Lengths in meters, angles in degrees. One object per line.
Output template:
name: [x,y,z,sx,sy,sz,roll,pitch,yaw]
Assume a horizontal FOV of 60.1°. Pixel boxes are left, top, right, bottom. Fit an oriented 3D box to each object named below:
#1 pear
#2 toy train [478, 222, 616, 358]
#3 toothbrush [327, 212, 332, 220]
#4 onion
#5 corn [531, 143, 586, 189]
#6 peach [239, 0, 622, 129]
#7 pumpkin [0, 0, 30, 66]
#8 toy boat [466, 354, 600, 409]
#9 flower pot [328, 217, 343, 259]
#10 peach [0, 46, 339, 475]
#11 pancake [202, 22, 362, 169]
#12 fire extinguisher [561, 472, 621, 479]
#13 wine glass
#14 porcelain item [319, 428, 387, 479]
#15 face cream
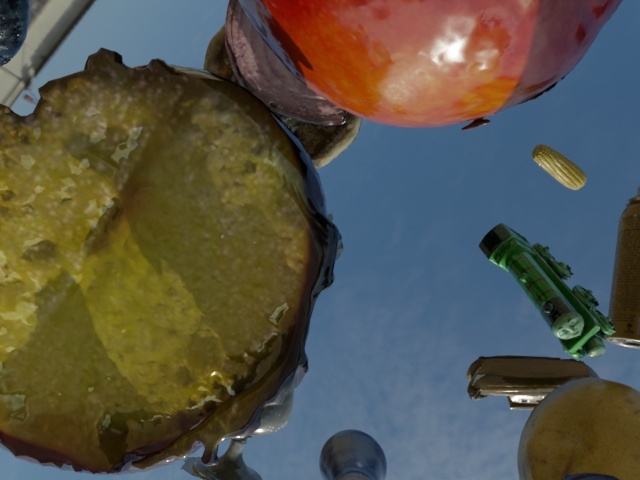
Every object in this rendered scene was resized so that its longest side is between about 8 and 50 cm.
pear: [0.512,0.415,1.014,0.314,0.314,0.315,-26,-134,30]
toy train: [0.337,0.071,0.836,0.085,0.119,0.251,-52,-155,21]
toothbrush: [0.000,0.000,1.444,0.024,0.021,0.288,-16,-154,20]
onion: [-0.035,-0.346,0.947,0.247,0.250,0.111,19,-144,16]
corn: [0.692,-0.211,1.599,0.067,0.206,0.067,-48,-155,32]
peach: [0.080,-0.274,0.465,0.369,0.370,0.370,-26,-134,30]
pumpkin: [-0.555,-0.388,0.862,0.233,0.163,0.233,24,-57,42]
toy boat: [0.519,0.353,1.347,0.320,0.122,0.089,-1,-153,8]
flower pot: [-0.035,0.005,0.897,0.157,0.157,0.107,-46,-112,9]
peach: [-0.175,0.022,0.549,0.416,0.339,0.353,-40,-156,41]
pancake: [-0.071,-0.306,1.118,0.356,0.356,0.065,-56,-166,-4]
fire extinguisher: [0.261,0.282,0.467,0.106,0.337,0.148,8,-107,6]
wine glass: [-0.198,0.452,1.433,0.238,0.238,0.323,9,-101,48]
porcelain item: [0.064,0.460,1.092,0.141,0.141,0.259,-53,176,0]
face cream: [0.678,0.048,1.169,0.104,0.105,0.349,0,-109,45]
